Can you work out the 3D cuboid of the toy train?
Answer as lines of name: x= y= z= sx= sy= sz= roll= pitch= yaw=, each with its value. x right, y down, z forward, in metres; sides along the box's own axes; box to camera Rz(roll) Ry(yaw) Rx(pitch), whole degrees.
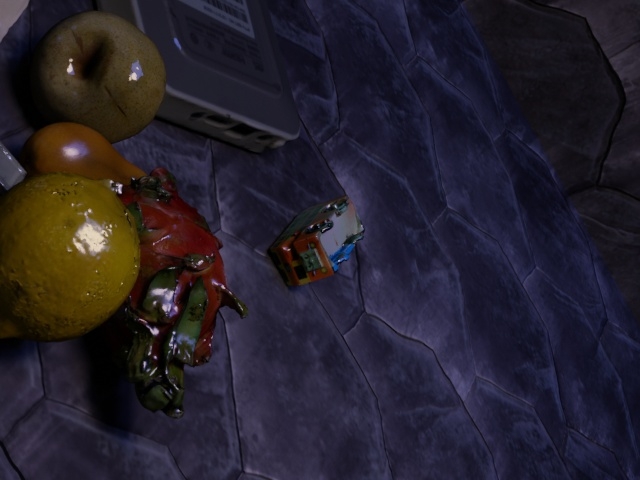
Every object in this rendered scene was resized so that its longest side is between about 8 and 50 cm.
toy train: x=0.000 y=0.000 z=2.156 sx=0.072 sy=0.099 sz=0.188 roll=62 pitch=26 yaw=-13

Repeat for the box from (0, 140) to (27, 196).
box: x=-0.367 y=-0.074 z=1.597 sx=0.084 sy=0.063 sz=0.060 roll=54 pitch=27 yaw=-22

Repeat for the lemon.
lemon: x=-0.281 y=0.021 z=1.545 sx=0.206 sy=0.173 sz=0.173 roll=-49 pitch=117 yaw=-21

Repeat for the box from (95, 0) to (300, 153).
box: x=-0.181 y=-0.325 z=2.115 sx=0.367 sy=0.090 sz=0.373 roll=14 pitch=55 yaw=-56

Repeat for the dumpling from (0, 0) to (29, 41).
dumpling: x=-0.398 y=-0.326 z=1.678 sx=0.162 sy=0.132 sz=0.250 roll=39 pitch=36 yaw=-47

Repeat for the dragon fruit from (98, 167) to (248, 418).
dragon fruit: x=-0.184 y=0.054 z=1.670 sx=0.269 sy=0.198 sz=0.200 roll=-104 pitch=-170 yaw=-56

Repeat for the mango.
mango: x=-0.276 y=-0.079 z=1.724 sx=0.184 sy=0.102 sz=0.085 roll=24 pitch=27 yaw=-56

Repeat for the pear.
pear: x=-0.265 y=-0.193 z=1.771 sx=0.136 sy=0.167 sz=0.167 roll=72 pitch=4 yaw=-69
